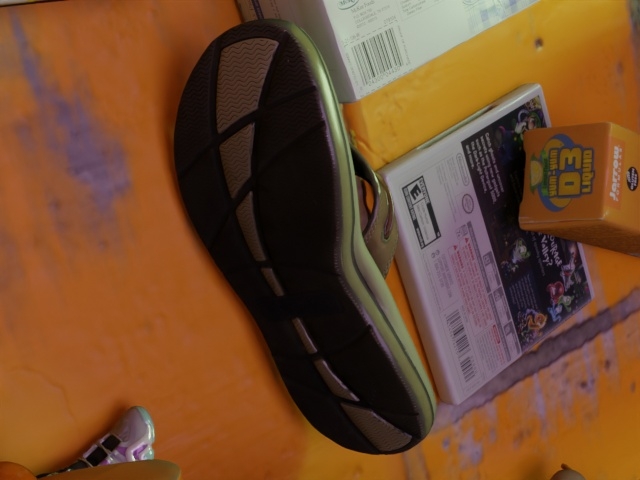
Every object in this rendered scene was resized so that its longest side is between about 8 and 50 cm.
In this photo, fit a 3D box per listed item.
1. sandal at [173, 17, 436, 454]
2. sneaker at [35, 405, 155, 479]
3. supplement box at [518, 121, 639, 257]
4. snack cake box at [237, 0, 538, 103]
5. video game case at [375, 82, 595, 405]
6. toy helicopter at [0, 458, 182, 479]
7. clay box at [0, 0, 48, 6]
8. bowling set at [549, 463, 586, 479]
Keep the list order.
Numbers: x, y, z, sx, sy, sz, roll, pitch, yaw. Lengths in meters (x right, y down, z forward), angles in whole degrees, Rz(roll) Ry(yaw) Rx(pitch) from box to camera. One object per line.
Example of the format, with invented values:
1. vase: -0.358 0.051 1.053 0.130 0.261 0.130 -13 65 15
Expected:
1. sandal: -0.001 0.001 0.713 0.086 0.120 0.303 -50 130 -44
2. sneaker: -0.140 0.136 0.653 0.069 0.038 0.098 28 78 -38
3. supplement box: 0.251 -0.032 0.895 0.233 0.080 0.078 10 82 -44
4. snack cake box: 0.066 -0.208 0.740 0.264 0.089 0.152 -31 112 -31
5. video game case: 0.129 0.001 0.858 0.173 0.022 0.190 -31 113 -31
6. toy helicopter: -0.204 0.211 0.560 0.355 0.140 0.235 8 97 -26
7. clay box: -0.182 -0.181 0.572 0.222 0.053 0.128 -15 104 -35
8. bowling set: 0.200 0.346 0.872 0.154 0.200 0.287 28 34 -17
